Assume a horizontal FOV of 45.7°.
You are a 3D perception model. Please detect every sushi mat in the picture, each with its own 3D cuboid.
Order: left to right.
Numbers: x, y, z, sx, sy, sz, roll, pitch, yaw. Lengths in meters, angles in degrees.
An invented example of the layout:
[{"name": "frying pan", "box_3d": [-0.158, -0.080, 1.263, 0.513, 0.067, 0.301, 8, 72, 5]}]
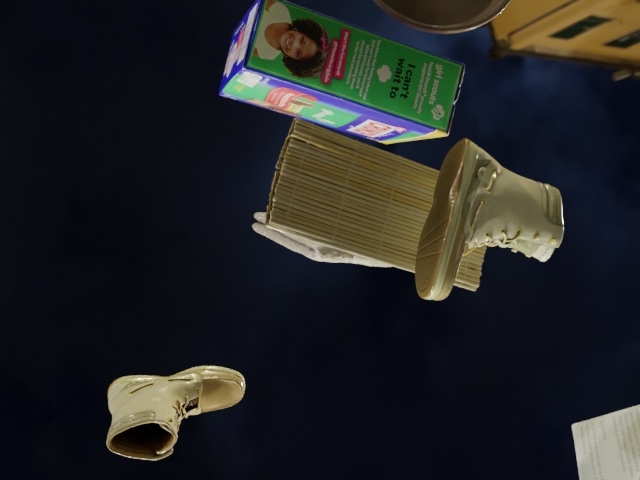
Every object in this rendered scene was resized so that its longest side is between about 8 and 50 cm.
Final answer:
[{"name": "sushi mat", "box_3d": [0.088, -0.044, 1.003, 0.317, 0.019, 0.151, 17, -103, -19]}]

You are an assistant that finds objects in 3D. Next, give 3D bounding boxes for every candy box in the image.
[{"name": "candy box", "box_3d": [0.021, -0.250, 1.187, 0.317, 0.268, 0.122, 13, -90, -15]}]

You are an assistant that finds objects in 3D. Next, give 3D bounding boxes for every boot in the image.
[{"name": "boot", "box_3d": [-0.259, 0.314, 1.397, 0.262, 0.203, 0.095, 0, -75, -13]}, {"name": "boot", "box_3d": [0.212, -0.003, 0.936, 0.165, 0.077, 0.213, 24, -113, -15]}]

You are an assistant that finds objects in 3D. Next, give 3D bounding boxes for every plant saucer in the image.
[{"name": "plant saucer", "box_3d": [0.191, -0.460, 1.253, 0.278, 0.041, 0.277, 1, -104, -5]}]

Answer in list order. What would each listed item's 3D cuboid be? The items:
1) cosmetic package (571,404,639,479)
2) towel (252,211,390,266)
[{"name": "cosmetic package", "box_3d": [0.437, 0.306, 0.954, 0.151, 0.184, 0.151, 59, -156, -17]}, {"name": "towel", "box_3d": [0.000, 0.000, 1.516, 0.187, 0.282, 0.049, 5, -79, -32]}]
